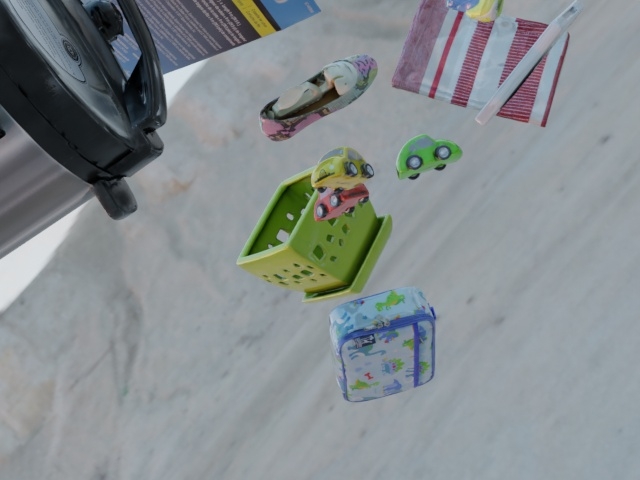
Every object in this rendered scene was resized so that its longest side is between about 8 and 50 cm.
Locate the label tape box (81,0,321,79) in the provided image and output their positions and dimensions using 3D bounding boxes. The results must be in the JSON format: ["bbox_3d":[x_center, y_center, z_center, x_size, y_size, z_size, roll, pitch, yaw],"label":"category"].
[{"bbox_3d":[-0.204,-0.385,1.660,0.347,0.115,0.249,-20,-19,11],"label":"label tape box"}]

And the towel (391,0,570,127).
[{"bbox_3d":[0.335,-0.376,2.232,0.037,0.328,0.237,86,-158,-67],"label":"towel"}]

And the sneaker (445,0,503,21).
[{"bbox_3d":[0.286,-0.522,1.968,0.091,0.126,0.240,45,-124,-73],"label":"sneaker"}]

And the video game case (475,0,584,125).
[{"bbox_3d":[0.317,-0.270,1.625,0.190,0.022,0.173,-53,-6,32],"label":"video game case"}]

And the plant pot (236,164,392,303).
[{"bbox_3d":[0.000,0.000,2.193,0.228,0.207,0.227,-17,41,56],"label":"plant pot"}]

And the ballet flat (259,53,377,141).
[{"bbox_3d":[-0.004,-0.241,1.748,0.221,0.077,0.079,-32,-22,-2],"label":"ballet flat"}]

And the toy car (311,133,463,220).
[{"bbox_3d":[0.090,-0.105,1.533,0.224,0.053,0.239,-19,-12,-3],"label":"toy car"}]

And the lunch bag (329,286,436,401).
[{"bbox_3d":[0.107,0.175,1.786,0.176,0.090,0.219,-13,-38,-8],"label":"lunch bag"}]

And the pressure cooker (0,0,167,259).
[{"bbox_3d":[-0.398,-0.180,1.229,0.420,0.370,0.376,-32,47,7],"label":"pressure cooker"}]
